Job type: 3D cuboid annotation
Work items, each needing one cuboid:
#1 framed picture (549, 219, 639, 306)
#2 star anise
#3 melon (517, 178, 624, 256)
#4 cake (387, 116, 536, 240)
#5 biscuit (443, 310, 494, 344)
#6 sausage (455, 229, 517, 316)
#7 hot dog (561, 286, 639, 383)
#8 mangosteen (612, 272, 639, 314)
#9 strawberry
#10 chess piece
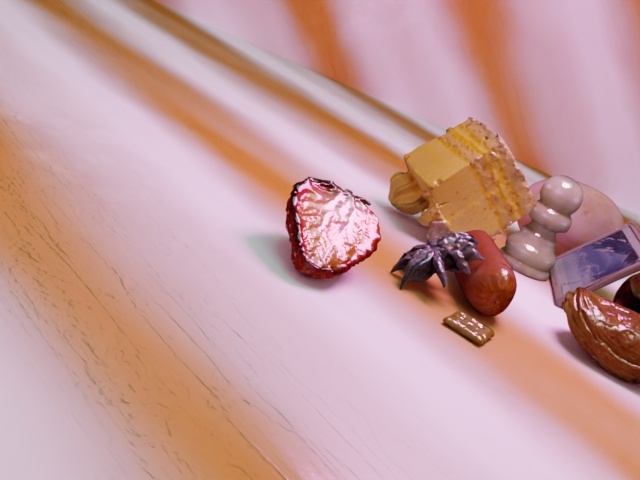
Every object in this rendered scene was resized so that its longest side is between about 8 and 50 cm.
[{"bbox_3d":[0.676,0.051,1.952,0.022,0.247,0.335,60,18,-7],"label":"framed picture"},{"bbox_3d":[0.224,0.032,1.573,0.204,0.061,0.180,-20,18,-12],"label":"star anise"},{"bbox_3d":[0.696,-0.053,2.235,0.316,0.223,0.223,19,19,-18],"label":"melon"},{"bbox_3d":[0.324,-0.121,1.934,0.222,0.286,0.227,54,3,-30],"label":"cake"},{"bbox_3d":[0.269,0.157,1.453,0.083,0.018,0.081,32,21,23],"label":"biscuit"},{"bbox_3d":[0.330,0.064,1.628,0.113,0.114,0.259,22,17,-8],"label":"sausage"},{"bbox_3d":[0.608,0.197,1.611,0.272,0.122,0.196,24,16,11],"label":"hot dog"},{"bbox_3d":[0.747,0.152,1.770,0.209,0.210,0.210,22,19,-8],"label":"mangosteen"},{"bbox_3d":[0.000,0.000,1.441,0.190,0.111,0.237,33,41,-8],"label":"strawberry"},{"bbox_3d":[0.558,-0.042,1.985,0.144,0.251,0.144,22,19,-8],"label":"chess piece"}]
